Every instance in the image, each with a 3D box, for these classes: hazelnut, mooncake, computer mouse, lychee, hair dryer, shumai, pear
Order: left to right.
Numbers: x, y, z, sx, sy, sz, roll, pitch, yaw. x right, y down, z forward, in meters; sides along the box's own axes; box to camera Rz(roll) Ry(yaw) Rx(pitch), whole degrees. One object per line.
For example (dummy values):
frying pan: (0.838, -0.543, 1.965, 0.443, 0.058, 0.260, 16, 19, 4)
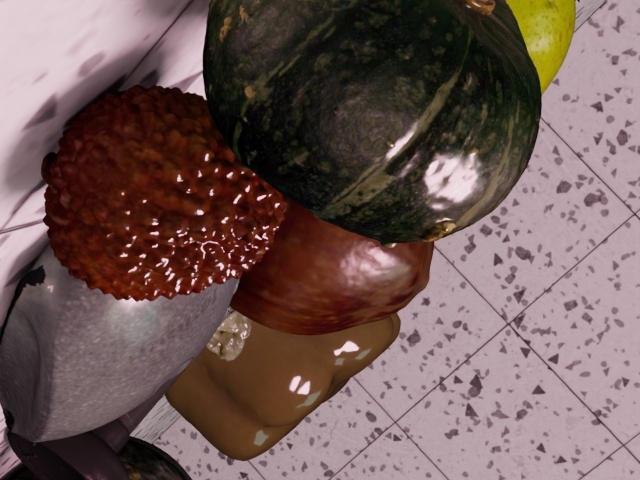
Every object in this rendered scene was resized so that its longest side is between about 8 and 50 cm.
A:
computer mouse: (-0.164, 0.077, 0.803, 0.203, 0.114, 0.374, -42, 176, -26)
hair dryer: (-0.217, 0.123, 1.119, 0.320, 0.155, 0.284, -55, 160, -23)
lychee: (-0.084, -0.026, 0.540, 0.129, 0.123, 0.123, -7, 172, -3)
shumai: (-0.153, 0.103, 1.383, 0.087, 0.124, 0.099, 8, 167, -31)
mooncake: (-0.071, 0.222, 1.957, 0.467, 0.262, 0.467, -40, 175, -5)
hazelnut: (0.000, 0.000, 0.934, 0.218, 0.218, 0.234, -44, 177, 7)
pear: (0.154, -0.185, 1.090, 0.239, 0.139, 0.288, -28, 165, -40)

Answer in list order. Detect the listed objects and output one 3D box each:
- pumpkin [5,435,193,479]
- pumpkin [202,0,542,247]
pumpkin: (-0.365, 0.506, 1.487, 0.454, 0.344, 0.454, -52, 172, -10)
pumpkin: (0.026, -0.089, 0.503, 0.146, 0.190, 0.190, -54, 172, 17)
